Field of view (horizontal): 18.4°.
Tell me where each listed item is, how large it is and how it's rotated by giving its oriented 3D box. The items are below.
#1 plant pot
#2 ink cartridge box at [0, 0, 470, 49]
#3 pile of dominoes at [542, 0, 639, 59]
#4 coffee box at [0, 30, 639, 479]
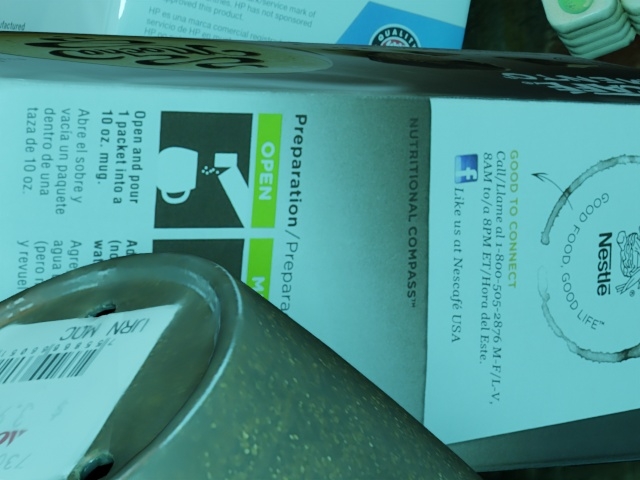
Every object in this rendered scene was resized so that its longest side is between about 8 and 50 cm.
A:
[{"bbox_3d":[-0.015,0.124,0.466,0.215,0.230,0.215,-23,26,12],"label":"plant pot"},{"bbox_3d":[-0.046,-0.199,0.962,0.197,0.198,0.270,12,91,54],"label":"ink cartridge box"},{"bbox_3d":[0.211,-0.137,0.798,0.251,0.040,0.196,-20,66,15],"label":"pile of dominoes"},{"bbox_3d":[0.000,0.000,0.634,0.297,0.118,0.168,-1,11,-30],"label":"coffee box"}]
